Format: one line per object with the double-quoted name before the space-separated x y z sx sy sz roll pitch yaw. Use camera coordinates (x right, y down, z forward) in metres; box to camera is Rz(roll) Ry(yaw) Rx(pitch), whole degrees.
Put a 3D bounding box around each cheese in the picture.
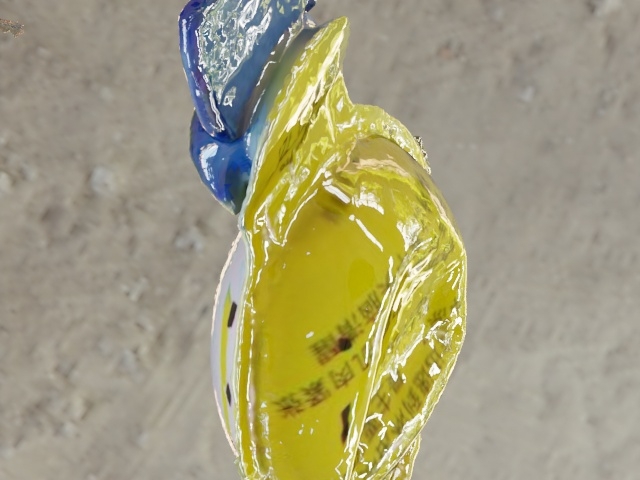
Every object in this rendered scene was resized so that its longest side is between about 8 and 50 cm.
"cheese" 0.000 0.000 0.677 0.156 0.064 0.250 -58 147 -38

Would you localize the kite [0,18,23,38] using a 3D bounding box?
"kite" -0.219 -0.124 1.071 0.160 0.183 0.010 4 102 -55
